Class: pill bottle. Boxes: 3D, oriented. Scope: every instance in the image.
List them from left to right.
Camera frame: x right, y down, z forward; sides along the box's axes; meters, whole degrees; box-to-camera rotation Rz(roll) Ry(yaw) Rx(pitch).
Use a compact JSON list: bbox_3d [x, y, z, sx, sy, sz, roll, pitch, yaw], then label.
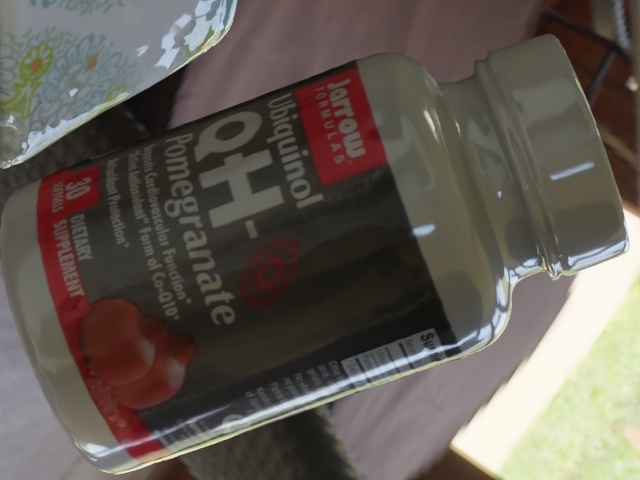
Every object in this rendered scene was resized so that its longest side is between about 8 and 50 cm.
[{"bbox_3d":[0.000,0.000,0.849,0.319,0.176,0.176,-20,154,5],"label":"pill bottle"}]

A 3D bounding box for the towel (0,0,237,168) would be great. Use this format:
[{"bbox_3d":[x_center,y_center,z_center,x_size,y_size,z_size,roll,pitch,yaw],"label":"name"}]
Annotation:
[{"bbox_3d":[-0.210,-0.280,1.496,0.320,0.090,0.374,-34,150,-33],"label":"towel"}]
